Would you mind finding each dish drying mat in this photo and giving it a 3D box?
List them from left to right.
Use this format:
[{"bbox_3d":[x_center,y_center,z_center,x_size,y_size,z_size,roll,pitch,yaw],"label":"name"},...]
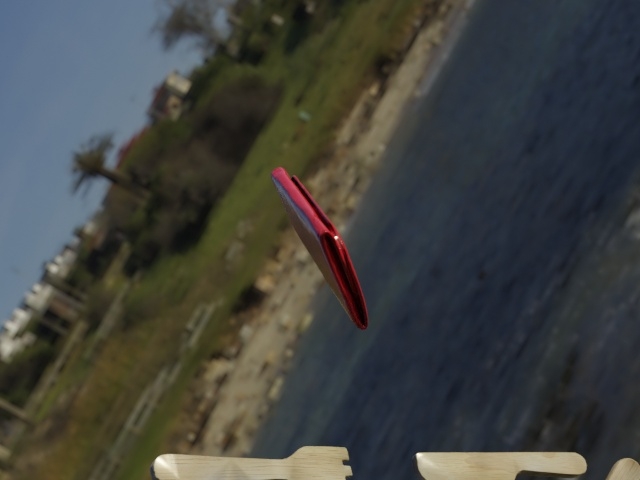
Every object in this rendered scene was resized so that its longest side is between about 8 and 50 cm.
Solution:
[{"bbox_3d":[0.000,0.000,0.487,0.008,0.032,0.083,-24,18,-4],"label":"dish drying mat"}]

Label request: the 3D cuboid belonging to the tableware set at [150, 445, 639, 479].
[{"bbox_3d":[0.042,0.125,0.569,0.039,0.194,0.128,-49,46,50],"label":"tableware set"}]
